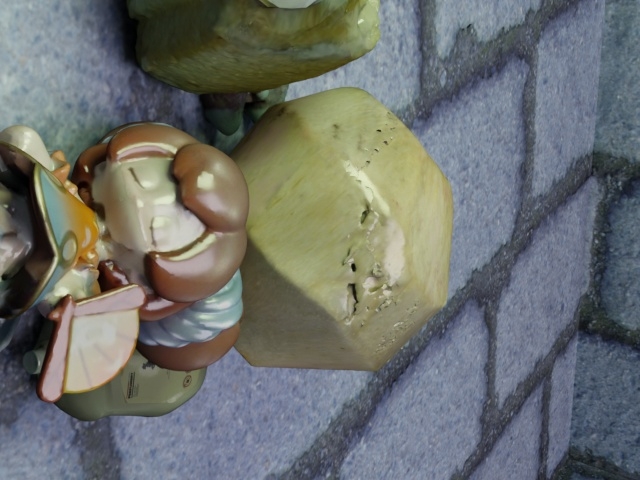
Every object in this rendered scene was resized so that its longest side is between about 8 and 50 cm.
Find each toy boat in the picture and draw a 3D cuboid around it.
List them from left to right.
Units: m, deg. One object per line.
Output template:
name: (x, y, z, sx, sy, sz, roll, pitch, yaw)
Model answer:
toy boat: (-0.075, -0.244, 1.215, 0.155, 0.085, 0.227, -17, 117, -54)

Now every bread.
bread: (-0.055, -0.307, 0.982, 0.239, 0.264, 0.395, -13, 118, -28)

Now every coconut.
coconut: (0.000, 0.000, 1.193, 0.352, 0.353, 0.352, -31, 129, -49)

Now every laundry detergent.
laundry detergent: (-0.231, 0.119, 1.115, 0.253, 0.091, 0.181, -1, 100, -58)

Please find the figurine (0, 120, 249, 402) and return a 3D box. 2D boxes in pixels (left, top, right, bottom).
figurine: (-0.223, 0.004, 0.919, 0.388, 0.248, 0.276, -10, 80, -44)
